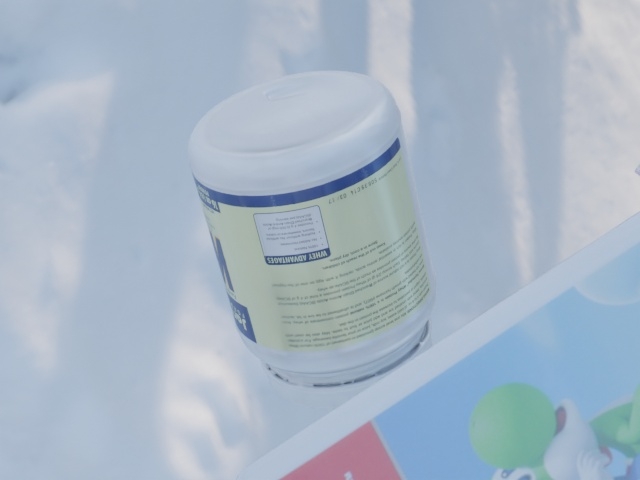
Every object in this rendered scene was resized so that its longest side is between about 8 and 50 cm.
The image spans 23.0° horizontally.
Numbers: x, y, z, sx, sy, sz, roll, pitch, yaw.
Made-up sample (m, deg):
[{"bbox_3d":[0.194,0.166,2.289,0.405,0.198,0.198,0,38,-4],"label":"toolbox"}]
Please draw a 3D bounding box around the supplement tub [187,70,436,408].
[{"bbox_3d":[0.000,0.000,1.757,0.235,0.235,0.325,-55,139,-51],"label":"supplement tub"}]

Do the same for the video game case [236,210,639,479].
[{"bbox_3d":[0.136,0.057,0.334,0.025,0.285,0.204,47,12,-52],"label":"video game case"}]

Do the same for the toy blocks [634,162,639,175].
[{"bbox_3d":[0.177,0.129,0.644,0.260,0.309,0.288,37,59,2],"label":"toy blocks"}]
